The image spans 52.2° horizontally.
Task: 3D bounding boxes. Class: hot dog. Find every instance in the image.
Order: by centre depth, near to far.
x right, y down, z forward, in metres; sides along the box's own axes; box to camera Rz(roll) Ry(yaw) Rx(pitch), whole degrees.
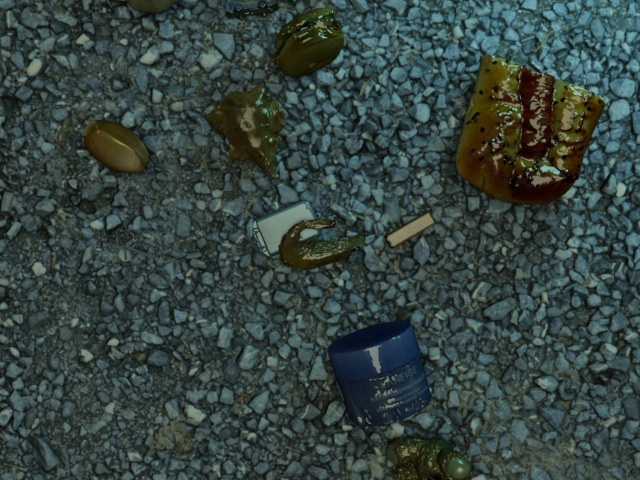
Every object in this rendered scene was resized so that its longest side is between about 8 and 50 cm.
[{"bbox_3d":[0.558,-0.284,1.811,0.367,0.196,0.366,19,96,2],"label":"hot dog"}]

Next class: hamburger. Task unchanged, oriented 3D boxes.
[{"bbox_3d":[-0.042,-0.549,1.804,0.215,0.189,0.122,-28,82,3],"label":"hamburger"}]

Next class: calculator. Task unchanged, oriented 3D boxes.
[{"bbox_3d":[-0.095,-0.035,1.891,0.210,0.039,0.121,-23,94,0],"label":"calculator"}]

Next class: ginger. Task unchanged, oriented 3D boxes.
[{"bbox_3d":[-0.184,-0.300,1.845,0.218,0.123,0.270,-35,101,4],"label":"ginger"}]

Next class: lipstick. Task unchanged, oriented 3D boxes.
[{"bbox_3d":[0.257,-0.030,1.888,0.145,0.045,0.045,-30,90,2],"label":"lipstick"}]

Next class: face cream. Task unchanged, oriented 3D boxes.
[{"bbox_3d":[0.166,0.366,1.803,0.248,0.249,0.225,-19,95,1],"label":"face cream"}]

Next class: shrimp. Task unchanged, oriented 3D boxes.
[{"bbox_3d":[0.000,-0.001,1.858,0.253,0.058,0.173,-21,122,3],"label":"shrimp"}]

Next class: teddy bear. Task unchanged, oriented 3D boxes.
[{"bbox_3d":[0.319,0.696,1.862,0.267,0.156,0.256,5,92,40],"label":"teddy bear"}]

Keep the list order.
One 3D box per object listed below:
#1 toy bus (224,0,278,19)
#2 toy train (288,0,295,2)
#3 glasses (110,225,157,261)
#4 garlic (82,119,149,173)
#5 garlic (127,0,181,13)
[{"bbox_3d":[-0.198,-0.673,1.865,0.152,0.051,0.061,-7,80,1],"label":"toy bus"},{"bbox_3d":[-0.122,-0.739,1.833,0.178,0.104,0.071,39,104,-1],"label":"toy train"},{"bbox_3d":[-0.543,0.015,1.862,0.140,0.104,0.063,35,94,2],"label":"glasses"},{"bbox_3d":[-0.564,-0.262,1.852,0.206,0.128,0.115,31,48,-4],"label":"garlic"},{"bbox_3d":[-0.472,-0.742,1.812,0.227,0.152,0.228,0,87,3],"label":"garlic"}]
